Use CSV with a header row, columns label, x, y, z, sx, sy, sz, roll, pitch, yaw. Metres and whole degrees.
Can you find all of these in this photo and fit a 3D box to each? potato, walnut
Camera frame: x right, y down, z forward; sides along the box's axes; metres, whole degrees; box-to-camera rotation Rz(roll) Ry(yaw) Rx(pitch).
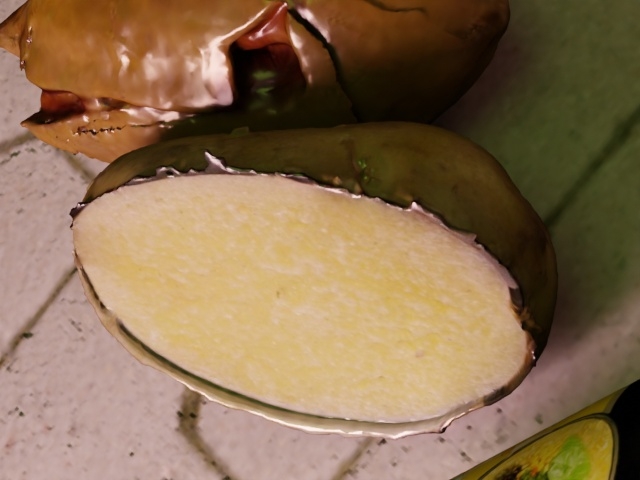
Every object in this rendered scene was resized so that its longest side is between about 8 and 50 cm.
label,x,y,z,sx,sy,sz,roll,pitch,yaw
potato,0.000,0.000,0.752,0.200,0.164,0.081,1,46,23
walnut,-0.035,-0.092,0.810,0.245,0.137,0.137,3,74,28

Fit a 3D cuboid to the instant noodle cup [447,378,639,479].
label,x,y,z,sx,sy,sz,roll,pitch,yaw
instant noodle cup,0.107,0.143,0.609,0.236,0.215,0.215,-25,61,31
